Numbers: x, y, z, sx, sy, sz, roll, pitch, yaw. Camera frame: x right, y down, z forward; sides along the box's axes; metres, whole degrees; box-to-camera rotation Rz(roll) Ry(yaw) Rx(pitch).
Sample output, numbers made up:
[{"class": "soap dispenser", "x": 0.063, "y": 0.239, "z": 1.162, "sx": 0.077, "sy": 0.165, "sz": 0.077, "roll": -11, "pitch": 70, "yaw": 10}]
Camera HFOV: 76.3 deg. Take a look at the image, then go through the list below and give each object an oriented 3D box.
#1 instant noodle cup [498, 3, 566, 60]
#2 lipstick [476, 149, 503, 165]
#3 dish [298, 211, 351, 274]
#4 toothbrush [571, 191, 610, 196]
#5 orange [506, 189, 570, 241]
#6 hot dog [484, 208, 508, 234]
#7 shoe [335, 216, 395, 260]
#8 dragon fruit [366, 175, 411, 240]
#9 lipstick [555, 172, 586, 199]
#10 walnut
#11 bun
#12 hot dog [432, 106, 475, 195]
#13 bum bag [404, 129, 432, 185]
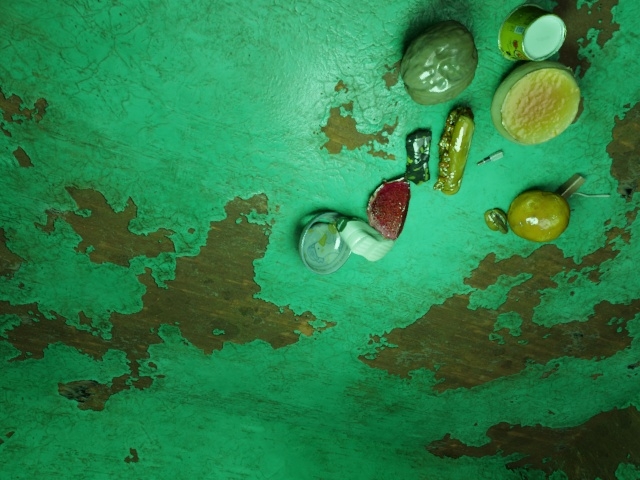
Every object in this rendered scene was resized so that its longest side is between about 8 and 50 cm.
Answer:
[{"class": "instant noodle cup", "x": 0.719, "y": -0.693, "z": 1.377, "sx": 0.182, "sy": 0.144, "sz": 0.182, "roll": -2, "pitch": 123, "yaw": -4}, {"class": "lipstick", "x": 0.694, "y": -0.335, "z": 1.676, "sx": 0.107, "sy": 0.025, "sz": 0.025, "roll": -24, "pitch": 122, "yaw": 18}, {"class": "dish", "x": 0.000, "y": 0.000, "z": 1.766, "sx": 0.273, "sy": 0.133, "sz": 0.274, "roll": -12, "pitch": 111, "yaw": -33}, {"class": "toothbrush", "x": 1.190, "y": -0.203, "z": 1.809, "sx": 0.203, "sy": 0.017, "sz": 0.022, "roll": 0, "pitch": 112, "yaw": -5}, {"class": "orange", "x": 0.919, "y": -0.104, "z": 1.722, "sx": 0.239, "sy": 0.240, "sz": 0.240, "roll": -2, "pitch": 123, "yaw": -4}, {"class": "hot dog", "x": 0.792, "y": -0.082, "z": 1.826, "sx": 0.089, "sy": 0.060, "sz": 0.140, "roll": -25, "pitch": 125, "yaw": 16}, {"class": "shoe", "x": 0.188, "y": -0.016, "z": 1.750, "sx": 0.132, "sy": 0.160, "sz": 0.363, "roll": -48, "pitch": 151, "yaw": 17}, {"class": "dragon fruit", "x": 0.284, "y": -0.139, "z": 1.712, "sx": 0.161, "sy": 0.126, "sz": 0.274, "roll": 14, "pitch": 92, "yaw": 17}, {"class": "lipstick", "x": 1.073, "y": -0.220, "z": 1.770, "sx": 0.045, "sy": 0.045, "sz": 0.145, "roll": 30, "pitch": 116, "yaw": -19}, {"class": "walnut", "x": 0.401, "y": -0.588, "z": 1.368, "sx": 0.272, "sy": 0.227, "sz": 0.274, "roll": -4, "pitch": 119, "yaw": -7}, {"class": "bun", "x": 0.774, "y": -0.507, "z": 1.489, "sx": 0.298, "sy": 0.165, "sz": 0.299, "roll": 1, "pitch": 121, "yaw": 2}, {"class": "hot dog", "x": 0.511, "y": -0.343, "z": 1.584, "sx": 0.116, "sy": 0.158, "sz": 0.349, "roll": 9, "pitch": 127, "yaw": 10}, {"class": "bum bag", "x": 0.392, "y": -0.326, "z": 1.633, "sx": 0.106, "sy": 0.060, "sz": 0.233, "roll": -1, "pitch": 121, "yaw": 6}]
